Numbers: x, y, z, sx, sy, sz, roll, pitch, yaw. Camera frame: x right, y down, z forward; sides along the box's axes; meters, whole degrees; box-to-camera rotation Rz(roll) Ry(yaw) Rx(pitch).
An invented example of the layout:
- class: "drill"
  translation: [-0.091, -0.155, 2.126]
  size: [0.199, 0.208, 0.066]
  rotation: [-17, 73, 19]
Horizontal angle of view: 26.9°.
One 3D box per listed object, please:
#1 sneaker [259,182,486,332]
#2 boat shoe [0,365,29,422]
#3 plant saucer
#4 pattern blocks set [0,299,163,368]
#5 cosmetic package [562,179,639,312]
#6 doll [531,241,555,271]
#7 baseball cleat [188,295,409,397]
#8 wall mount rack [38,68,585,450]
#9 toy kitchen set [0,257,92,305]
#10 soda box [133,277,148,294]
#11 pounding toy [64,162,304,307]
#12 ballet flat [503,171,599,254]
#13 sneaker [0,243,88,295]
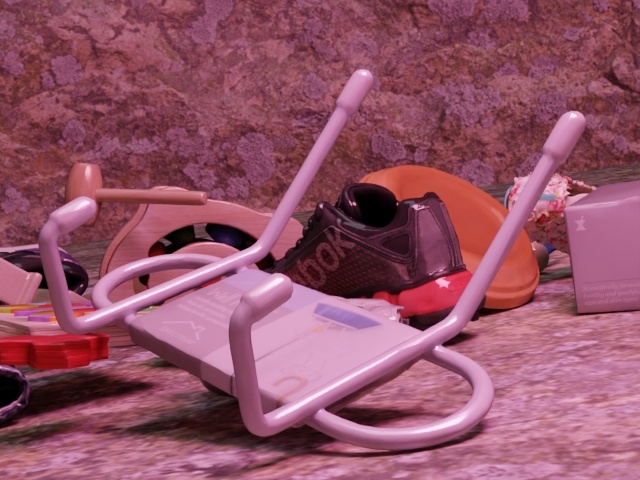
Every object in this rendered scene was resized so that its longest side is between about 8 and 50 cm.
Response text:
- class: "sneaker"
  translation: [0.019, 0.020, 1.175]
  size: [0.276, 0.135, 0.098]
  rotation: [-10, 3, 45]
- class: "boat shoe"
  translation: [-0.310, 0.115, 0.988]
  size: [0.183, 0.065, 0.083]
  rotation: [-9, 3, -24]
- class: "plant saucer"
  translation: [0.124, -0.012, 1.276]
  size: [0.200, 0.037, 0.200]
  rotation: [21, 28, -12]
- class: "pattern blocks set"
  translation: [-0.205, 0.068, 1.086]
  size: [0.325, 0.026, 0.285]
  rotation: [1, 2, 44]
- class: "cosmetic package"
  translation: [0.307, -0.003, 1.229]
  size: [0.127, 0.107, 0.238]
  rotation: [-6, 8, 22]
- class: "doll"
  translation: [0.222, 0.010, 1.539]
  size: [0.129, 0.046, 0.189]
  rotation: [-9, 4, -7]
- class: "baseball cleat"
  translation: [-0.003, 0.070, 0.999]
  size: [0.109, 0.072, 0.206]
  rotation: [-5, 6, 32]
- class: "wall mount rack"
  translation: [0.000, 0.000, 0.891]
  size: [0.304, 0.130, 0.350]
  rotation: [-25, 31, -36]
- class: "toy kitchen set"
  translation: [-0.353, 0.097, 1.326]
  size: [0.207, 0.166, 0.122]
  rotation: [34, -21, -33]
- class: "soda box"
  translation: [-0.152, 0.049, 1.569]
  size: [0.058, 0.061, 0.181]
  rotation: [-11, 5, -39]
- class: "pounding toy"
  translation: [-0.133, 0.028, 1.330]
  size: [0.270, 0.154, 0.155]
  rotation: [14, 0, -15]
- class: "ballet flat"
  translation: [0.286, -0.020, 1.412]
  size: [0.077, 0.091, 0.241]
  rotation: [-3, -7, 41]
- class: "sneaker"
  translation: [-0.446, 0.056, 1.755]
  size: [0.283, 0.107, 0.124]
  rotation: [-10, 11, -25]
